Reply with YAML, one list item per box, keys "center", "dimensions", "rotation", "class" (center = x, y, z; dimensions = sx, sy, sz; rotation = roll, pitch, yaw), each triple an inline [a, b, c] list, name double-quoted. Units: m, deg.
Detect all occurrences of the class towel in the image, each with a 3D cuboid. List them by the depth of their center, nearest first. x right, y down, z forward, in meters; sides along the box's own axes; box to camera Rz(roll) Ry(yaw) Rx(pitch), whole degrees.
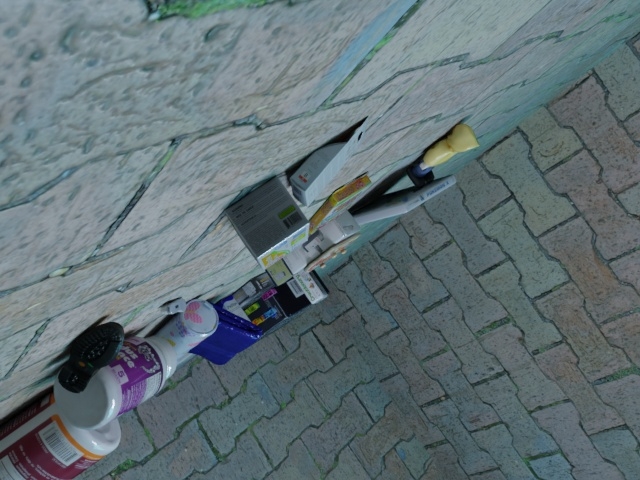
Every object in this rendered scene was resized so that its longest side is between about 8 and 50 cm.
- center: [-0.348, 0.302, 2.052]
  dimensions: [0.308, 0.228, 0.076]
  rotation: [-38, -146, 48]
  class: "towel"

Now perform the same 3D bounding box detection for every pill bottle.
- center: [-0.487, 0.332, 1.556]
  dimensions: [0.169, 0.169, 0.301]
  rotation: [-37, 174, 20]
  class: "pill bottle"
- center: [-0.748, 0.559, 1.656]
  dimensions: [0.392, 0.224, 0.224]
  rotation: [-35, 174, 1]
  class: "pill bottle"

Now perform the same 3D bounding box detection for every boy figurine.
- center: [0.395, -0.274, 1.986]
  dimensions: [0.177, 0.092, 0.285]
  rotation: [-27, 174, -36]
  class: "boy figurine"

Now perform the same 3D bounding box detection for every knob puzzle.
- center: [0.026, 0.057, 1.980]
  dimensions: [0.213, 0.030, 0.213]
  rotation: [-34, 174, -4]
  class: "knob puzzle"

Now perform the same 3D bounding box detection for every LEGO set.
- center: [-0.224, 0.266, 2.343]
  dimensions: [0.227, 0.087, 0.093]
  rotation: [-36, 175, 22]
  class: "LEGO set"

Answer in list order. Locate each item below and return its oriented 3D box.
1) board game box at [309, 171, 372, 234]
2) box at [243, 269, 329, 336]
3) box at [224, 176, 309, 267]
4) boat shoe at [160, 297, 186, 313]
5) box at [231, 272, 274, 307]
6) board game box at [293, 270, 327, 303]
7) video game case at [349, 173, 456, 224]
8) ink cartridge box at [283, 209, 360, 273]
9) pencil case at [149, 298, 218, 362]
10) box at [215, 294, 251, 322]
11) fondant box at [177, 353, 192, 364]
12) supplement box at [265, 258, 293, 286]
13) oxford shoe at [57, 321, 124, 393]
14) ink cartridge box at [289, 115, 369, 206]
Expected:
- center: [0.048, -0.100, 1.735]
  dimensions: [0.124, 0.039, 0.259]
  rotation: [-32, 171, -28]
  class: "board game box"
- center: [-0.178, 0.254, 2.580]
  dimensions: [0.294, 0.182, 0.296]
  rotation: [-41, 170, 38]
  class: "box"
- center: [-0.095, -0.025, 1.177]
  dimensions: [0.114, 0.103, 0.203]
  rotation: [-34, 174, -6]
  class: "box"
- center: [-0.368, 0.167, 1.579]
  dimensions: [0.035, 0.035, 0.100]
  rotation: [-8, -176, 13]
  class: "boat shoe"
- center: [-0.255, 0.193, 2.278]
  dimensions: [0.231, 0.056, 0.183]
  rotation: [-38, 175, 31]
  class: "box"
- center: [-0.053, 0.131, 2.238]
  dimensions: [0.053, 0.193, 0.305]
  rotation: [-35, 174, 0]
  class: "board game box"
- center: [0.248, -0.128, 2.138]
  dimensions: [0.329, 0.036, 0.300]
  rotation: [-13, -168, 48]
  class: "video game case"
- center: [0.000, 0.000, 1.974]
  dimensions: [0.218, 0.092, 0.158]
  rotation: [-35, 175, 22]
  class: "ink cartridge box"
- center: [-0.399, 0.270, 1.816]
  dimensions: [0.273, 0.113, 0.124]
  rotation: [-40, -178, 42]
  class: "pencil case"
- center: [-0.325, 0.282, 2.192]
  dimensions: [0.126, 0.137, 0.072]
  rotation: [-38, 176, 30]
  class: "box"
- center: [-0.497, 0.393, 2.353]
  dimensions: [0.330, 0.096, 0.238]
  rotation: [-35, 174, 10]
  class: "fondant box"
- center: [-0.124, 0.089, 2.031]
  dimensions: [0.083, 0.083, 0.056]
  rotation: [-37, 174, 27]
  class: "supplement box"
- center: [-0.469, 0.223, 1.321]
  dimensions: [0.227, 0.083, 0.096]
  rotation: [-41, -166, 33]
  class: "oxford shoe"
- center: [0.015, -0.153, 1.175]
  dimensions: [0.179, 0.045, 0.145]
  rotation: [-52, 175, -6]
  class: "ink cartridge box"
